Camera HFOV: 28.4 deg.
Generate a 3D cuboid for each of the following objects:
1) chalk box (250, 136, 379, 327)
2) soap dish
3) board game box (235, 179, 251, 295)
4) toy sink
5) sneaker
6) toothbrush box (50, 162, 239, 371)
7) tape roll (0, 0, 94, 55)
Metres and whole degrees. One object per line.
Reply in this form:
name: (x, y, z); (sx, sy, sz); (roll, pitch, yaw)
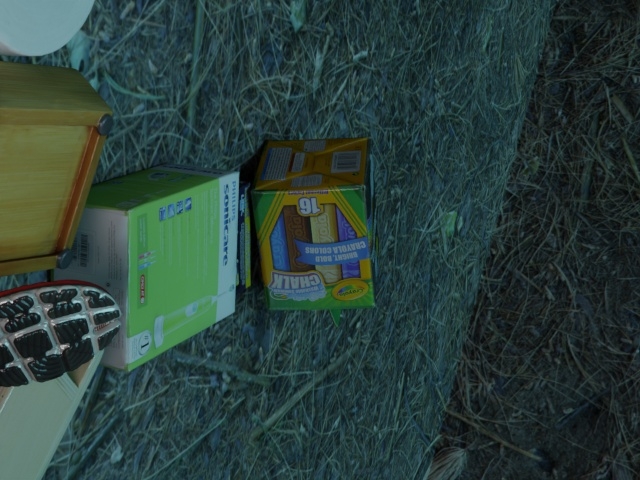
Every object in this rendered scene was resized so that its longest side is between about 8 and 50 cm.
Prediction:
chalk box: (0.000, 0.000, 2.034); (0.180, 0.179, 0.289); (-80, 167, -59)
soap dish: (-0.341, -0.066, 1.284); (0.291, 0.118, 0.229); (-11, 123, -67)
board game box: (-0.155, 0.006, 1.889); (0.141, 0.048, 0.170); (-35, 130, -62)
toy sink: (-0.360, 0.163, 1.341); (0.131, 0.153, 0.234); (67, 40, -51)
sneaker: (-0.339, 0.079, 1.245); (0.118, 0.279, 0.107); (-118, -161, -55)
toothbrush box: (-0.222, 0.025, 1.645); (0.283, 0.122, 0.206); (-27, 123, -61)
tape roll: (-0.327, -0.329, 1.272); (0.286, 0.100, 0.286); (4, 90, -70)
